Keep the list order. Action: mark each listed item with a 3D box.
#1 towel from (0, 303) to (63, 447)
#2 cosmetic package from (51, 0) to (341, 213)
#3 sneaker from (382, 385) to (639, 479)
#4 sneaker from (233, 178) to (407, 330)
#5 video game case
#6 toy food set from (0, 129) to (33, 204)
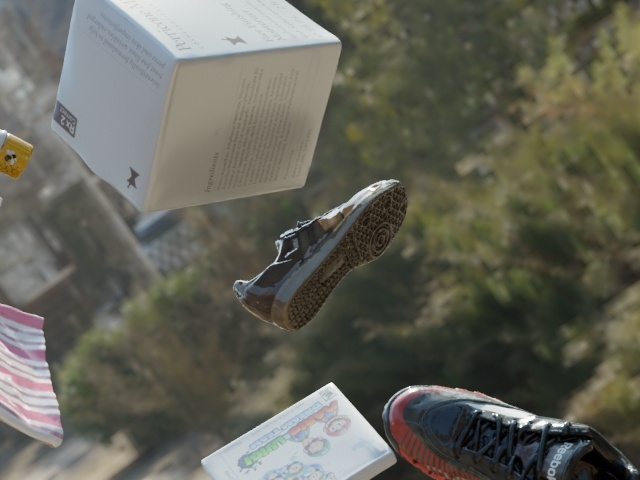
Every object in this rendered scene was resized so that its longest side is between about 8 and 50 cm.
[{"bbox_3d":[-0.327,0.113,1.909,0.029,0.144,0.197,-46,35,17],"label":"towel"},{"bbox_3d":[-0.109,-0.133,1.655,0.183,0.151,0.151,-11,-51,-40],"label":"cosmetic package"},{"bbox_3d":[0.192,0.204,1.811,0.135,0.276,0.097,99,-164,-74],"label":"sneaker"},{"bbox_3d":[0.000,0.000,1.646,0.071,0.066,0.188,22,48,31],"label":"sneaker"},{"bbox_3d":[-0.023,0.216,1.860,0.157,0.019,0.143,-30,34,-10],"label":"video game case"},{"bbox_3d":[-0.394,-0.047,1.981,0.232,0.104,0.111,-52,19,31],"label":"toy food set"}]
